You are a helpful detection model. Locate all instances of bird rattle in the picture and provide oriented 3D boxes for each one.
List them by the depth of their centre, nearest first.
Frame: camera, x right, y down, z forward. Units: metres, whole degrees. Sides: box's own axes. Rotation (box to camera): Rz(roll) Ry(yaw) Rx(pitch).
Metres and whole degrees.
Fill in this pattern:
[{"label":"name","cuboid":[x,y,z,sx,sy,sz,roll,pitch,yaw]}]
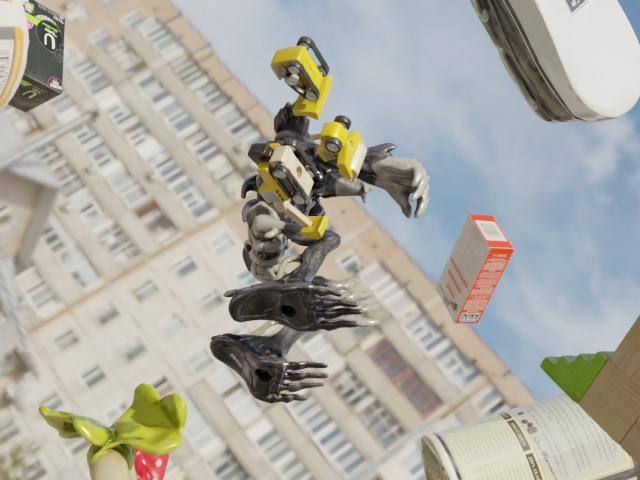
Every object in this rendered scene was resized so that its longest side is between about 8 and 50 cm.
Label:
[{"label":"bird rattle","cuboid":[-0.211,0.269,1.123,0.253,0.143,0.207,103,-19,-47]}]

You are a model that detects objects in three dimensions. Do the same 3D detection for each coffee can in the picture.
[{"label":"coffee can","cuboid":[0.306,0.337,1.593,0.201,0.275,0.201,165,-90,-82]}]

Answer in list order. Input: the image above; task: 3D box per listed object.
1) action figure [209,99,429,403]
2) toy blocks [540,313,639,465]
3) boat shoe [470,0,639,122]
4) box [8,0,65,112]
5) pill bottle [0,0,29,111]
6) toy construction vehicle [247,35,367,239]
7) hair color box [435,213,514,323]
[{"label":"action figure","cuboid":[0.000,0.000,0.850,0.276,0.141,0.164,-80,-176,-54]},{"label":"toy blocks","cuboid":[0.372,0.112,0.782,0.381,0.190,0.261,48,-61,40]},{"label":"boat shoe","cuboid":[0.149,-0.227,0.865,0.301,0.108,0.102,59,-25,-16]},{"label":"box","cuboid":[-0.268,-0.168,0.985,0.062,0.052,0.083,27,53,-48]},{"label":"pill bottle","cuboid":[-0.323,-0.133,0.729,0.162,0.162,0.278,58,16,-3]},{"label":"toy construction vehicle","cuboid":[-0.012,-0.059,0.665,0.035,0.086,0.098,0,-33,31]},{"label":"hair color box","cuboid":[0.258,0.049,1.858,0.093,0.053,0.167,-114,-144,-46]}]
